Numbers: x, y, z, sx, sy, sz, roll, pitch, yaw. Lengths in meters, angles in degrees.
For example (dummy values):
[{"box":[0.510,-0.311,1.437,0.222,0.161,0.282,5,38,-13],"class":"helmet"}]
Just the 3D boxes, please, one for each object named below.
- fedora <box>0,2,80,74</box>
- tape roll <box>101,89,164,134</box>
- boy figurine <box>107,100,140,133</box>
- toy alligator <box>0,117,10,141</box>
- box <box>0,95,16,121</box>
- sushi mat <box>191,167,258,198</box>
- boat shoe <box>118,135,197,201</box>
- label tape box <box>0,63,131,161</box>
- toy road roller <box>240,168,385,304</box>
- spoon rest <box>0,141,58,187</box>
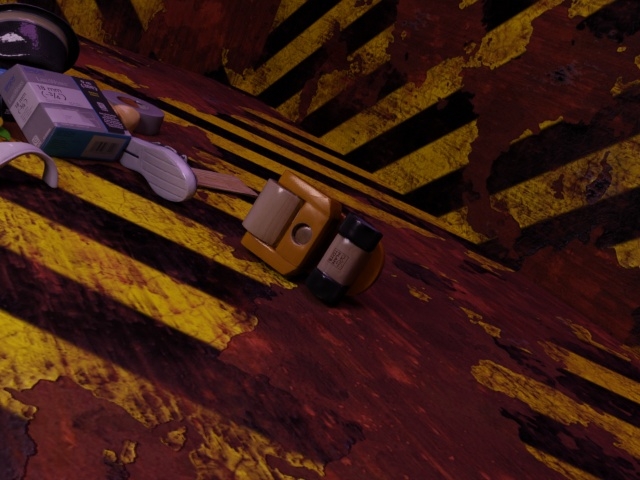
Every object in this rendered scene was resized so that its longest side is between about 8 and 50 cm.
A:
[{"box":[-0.924,-0.579,2.093,0.334,0.334,0.153,10,52,-40],"class":"fedora"},{"box":[-0.641,-0.431,2.255,0.219,0.072,0.219,23,16,-7],"class":"tape roll"},{"box":[-0.689,-0.392,2.033,0.285,0.092,0.177,6,24,-48],"class":"boy figurine"},{"box":[-0.806,-0.314,1.586,0.051,0.190,0.056,-34,16,-28],"class":"toy alligator"},{"box":[-0.854,-0.380,1.787,0.147,0.078,0.180,33,19,29],"class":"box"},{"box":[-0.347,-0.184,1.982,0.316,0.019,0.151,8,23,-41],"class":"sushi mat"},{"box":[-0.406,-0.203,1.764,0.119,0.121,0.335,-8,32,-45],"class":"boat shoe"},{"box":[-0.685,-0.364,1.741,0.334,0.106,0.240,53,26,19],"class":"label tape box"},{"box":[0.000,0.000,1.596,0.329,0.203,0.240,35,7,17],"class":"toy road roller"},{"box":[-0.663,-0.162,1.361,0.137,0.084,0.276,34,18,30],"class":"spoon rest"}]
